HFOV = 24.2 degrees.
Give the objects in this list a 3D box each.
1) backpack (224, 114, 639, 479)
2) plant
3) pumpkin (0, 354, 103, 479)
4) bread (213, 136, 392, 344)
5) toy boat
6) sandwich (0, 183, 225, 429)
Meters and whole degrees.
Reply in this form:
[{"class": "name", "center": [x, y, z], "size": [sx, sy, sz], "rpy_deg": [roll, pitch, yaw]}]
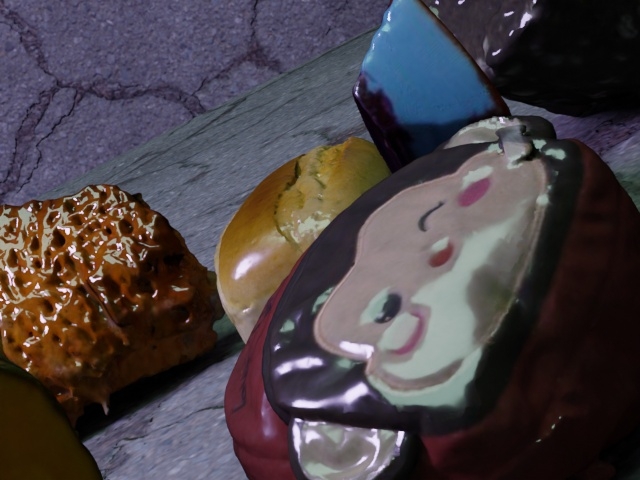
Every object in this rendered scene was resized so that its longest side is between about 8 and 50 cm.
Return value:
[{"class": "backpack", "center": [0.052, 0.053, 0.706], "size": [0.229, 0.139, 0.229], "rpy_deg": [-31, 28, 19]}, {"class": "plant", "center": [0.234, -0.209, 1.219], "size": [0.312, 0.213, 0.215], "rpy_deg": [8, -11, -37]}, {"class": "pumpkin", "center": [-0.243, 0.161, 0.703], "size": [0.280, 0.190, 0.139], "rpy_deg": [-22, 13, -39]}, {"class": "bread", "center": [0.000, 0.000, 1.071], "size": [0.140, 0.106, 0.236], "rpy_deg": [-27, 12, 13]}, {"class": "toy boat", "center": [0.085, -0.050, 0.915], "size": [0.079, 0.136, 0.392], "rpy_deg": [-37, -15, 2]}, {"class": "sandwich", "center": [-0.211, 0.067, 1.158], "size": [0.301, 0.162, 0.250], "rpy_deg": [-8, 53, 9]}]
